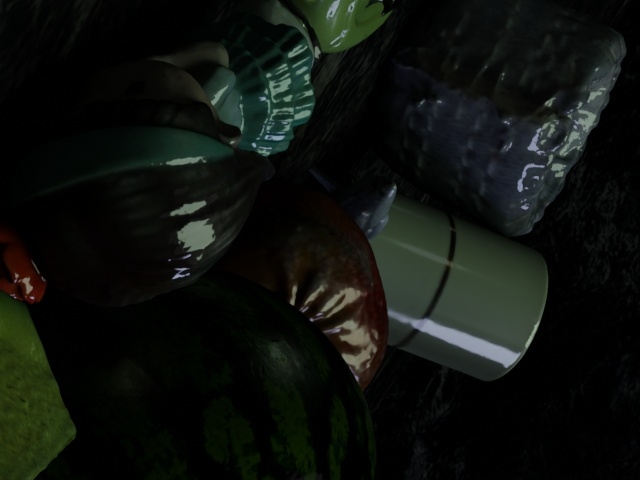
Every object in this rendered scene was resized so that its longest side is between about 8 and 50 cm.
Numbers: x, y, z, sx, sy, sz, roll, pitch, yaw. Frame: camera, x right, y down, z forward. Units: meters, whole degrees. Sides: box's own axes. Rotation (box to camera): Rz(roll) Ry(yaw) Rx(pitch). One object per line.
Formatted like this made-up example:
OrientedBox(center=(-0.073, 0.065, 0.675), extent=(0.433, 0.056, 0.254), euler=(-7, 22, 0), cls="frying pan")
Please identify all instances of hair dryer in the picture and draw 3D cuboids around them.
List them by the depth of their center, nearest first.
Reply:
OrientedBox(center=(0.032, 0.074, 1.763), extent=(0.362, 0.203, 0.128), euler=(-39, -145, 56), cls="hair dryer")

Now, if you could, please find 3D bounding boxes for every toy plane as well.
OrientedBox(center=(-0.009, -0.007, 1.445), extent=(0.212, 0.088, 0.267), euler=(-53, 180, -26), cls="toy plane")

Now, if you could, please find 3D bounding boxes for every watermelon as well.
OrientedBox(center=(-0.091, 0.143, 1.125), extent=(0.269, 0.269, 0.269), euler=(-55, 170, -14), cls="watermelon")

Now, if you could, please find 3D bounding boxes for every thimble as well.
OrientedBox(center=(0.154, -0.123, 1.698), extent=(0.205, 0.172, 0.236), euler=(-62, 171, -3), cls="thimble")

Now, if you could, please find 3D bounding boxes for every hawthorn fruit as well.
OrientedBox(center=(-0.038, 0.042, 1.310), extent=(0.173, 0.173, 0.173), euler=(-55, 170, -14), cls="hawthorn fruit")

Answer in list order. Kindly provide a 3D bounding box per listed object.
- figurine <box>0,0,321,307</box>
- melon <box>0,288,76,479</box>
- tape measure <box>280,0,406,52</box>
OrientedBox(center=(-0.079, -0.048, 1.000), extent=(0.138, 0.110, 0.245), euler=(-35, -171, 33), cls="figurine")
OrientedBox(center=(-0.238, 0.170, 0.845), extent=(0.323, 0.124, 0.196), euler=(-54, 171, 17), cls="melon")
OrientedBox(center=(0.027, -0.183, 1.122), extent=(0.154, 0.087, 0.177), euler=(-56, 167, 28), cls="tape measure")
